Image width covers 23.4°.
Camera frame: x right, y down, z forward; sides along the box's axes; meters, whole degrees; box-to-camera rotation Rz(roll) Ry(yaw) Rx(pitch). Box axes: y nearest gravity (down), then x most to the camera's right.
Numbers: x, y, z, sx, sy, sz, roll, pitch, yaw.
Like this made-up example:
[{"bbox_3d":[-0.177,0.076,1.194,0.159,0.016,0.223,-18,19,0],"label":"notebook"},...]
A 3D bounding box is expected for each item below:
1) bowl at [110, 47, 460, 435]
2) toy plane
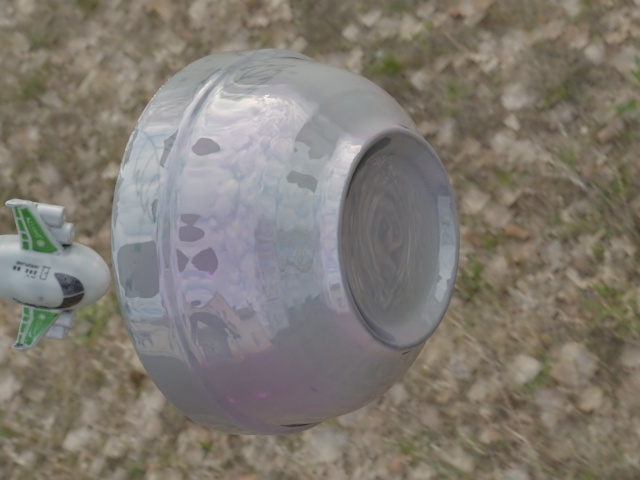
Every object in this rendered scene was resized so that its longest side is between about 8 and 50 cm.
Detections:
[{"bbox_3d":[0.000,0.000,1.108,0.144,0.287,0.287,-2,67,35],"label":"bowl"},{"bbox_3d":[-0.297,0.034,1.557,0.174,0.174,0.080,-28,22,20],"label":"toy plane"}]
